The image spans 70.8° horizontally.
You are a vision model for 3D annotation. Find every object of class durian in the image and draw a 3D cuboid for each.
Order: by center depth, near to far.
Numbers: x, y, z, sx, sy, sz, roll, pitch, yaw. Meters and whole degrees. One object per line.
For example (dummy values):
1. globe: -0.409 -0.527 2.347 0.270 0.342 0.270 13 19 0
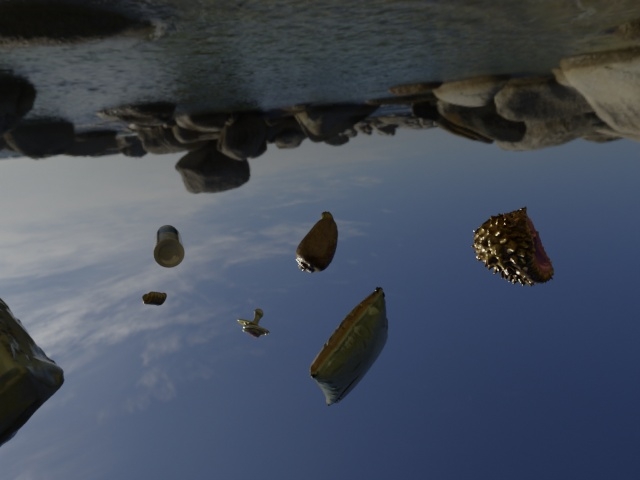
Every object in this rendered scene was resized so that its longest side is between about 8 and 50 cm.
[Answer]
1. durian: 0.559 0.053 1.308 0.191 0.341 0.112 -24 -138 22

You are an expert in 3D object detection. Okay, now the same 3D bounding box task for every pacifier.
1. pacifier: -0.145 0.185 1.024 0.068 0.064 0.083 -11 142 42

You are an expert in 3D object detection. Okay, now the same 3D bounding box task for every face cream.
1. face cream: -0.188 0.002 0.556 0.034 0.034 0.130 -10 -166 -17

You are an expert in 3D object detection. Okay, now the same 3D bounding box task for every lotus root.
1. lotus root: 0.000 0.000 1.277 0.095 0.190 0.108 11 160 48

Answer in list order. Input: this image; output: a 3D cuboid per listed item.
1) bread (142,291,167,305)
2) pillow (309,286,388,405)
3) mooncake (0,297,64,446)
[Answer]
1. bread: -0.496 0.175 1.349 0.049 0.033 0.088 -38 162 3
2. pillow: 0.093 0.312 1.284 0.119 0.312 0.310 29 -112 27
3. mooncake: -0.500 0.199 0.585 0.254 0.136 0.250 34 -105 21
